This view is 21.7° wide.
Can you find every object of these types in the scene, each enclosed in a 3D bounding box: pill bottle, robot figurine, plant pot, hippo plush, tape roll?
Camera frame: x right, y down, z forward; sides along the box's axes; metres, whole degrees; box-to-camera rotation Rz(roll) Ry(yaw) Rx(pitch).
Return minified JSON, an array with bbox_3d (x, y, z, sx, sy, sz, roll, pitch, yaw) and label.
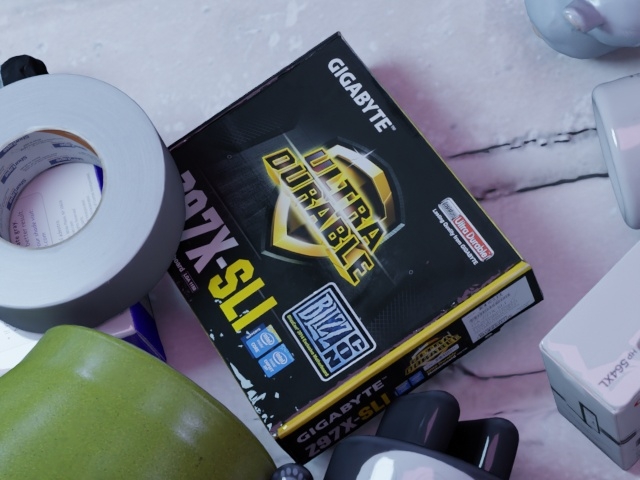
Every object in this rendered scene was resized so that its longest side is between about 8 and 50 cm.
[{"bbox_3d":[0.357,-0.099,1.426,0.229,0.131,0.131,-15,67,7],"label":"pill bottle"},{"bbox_3d":[0.064,0.262,1.335,0.209,0.173,0.278,14,73,21],"label":"robot figurine"},{"bbox_3d":[-0.216,0.271,1.322,0.366,0.366,0.353,26,65,20],"label":"plant pot"},{"bbox_3d":[0.281,-0.285,1.476,0.234,0.294,0.237,-9,86,-24],"label":"hippo plush"},{"bbox_3d":[-0.230,-0.032,1.450,0.219,0.072,0.219,-4,68,10],"label":"tape roll"}]

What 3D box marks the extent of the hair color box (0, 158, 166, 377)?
[{"bbox_3d":[-0.329,0.071,1.527,0.338,0.110,0.185,-18,66,3],"label":"hair color box"}]

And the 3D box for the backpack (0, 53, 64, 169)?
[{"bbox_3d":[-0.331,-0.087,1.584,0.182,0.115,0.152,-24,69,6],"label":"backpack"}]

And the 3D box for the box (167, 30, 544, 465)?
[{"bbox_3d":[0.000,0.000,1.470,0.257,0.079,0.322,-35,56,0],"label":"box"}]

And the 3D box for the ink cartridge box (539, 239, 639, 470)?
[{"bbox_3d":[0.260,0.086,1.338,0.148,0.203,0.086,-45,67,-7],"label":"ink cartridge box"}]
